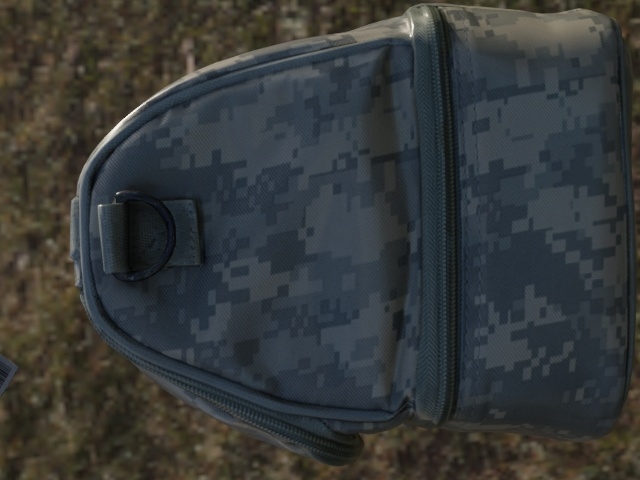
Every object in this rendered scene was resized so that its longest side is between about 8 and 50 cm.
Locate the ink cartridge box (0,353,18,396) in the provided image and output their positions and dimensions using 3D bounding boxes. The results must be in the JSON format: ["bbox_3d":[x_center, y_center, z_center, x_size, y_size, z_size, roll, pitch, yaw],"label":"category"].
[{"bbox_3d":[-0.272,0.114,1.186,0.115,0.029,0.063,-10,46,57],"label":"ink cartridge box"}]

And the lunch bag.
[{"bbox_3d":[0.000,0.000,0.820,0.305,0.256,0.213,169,102,-83],"label":"lunch bag"}]
